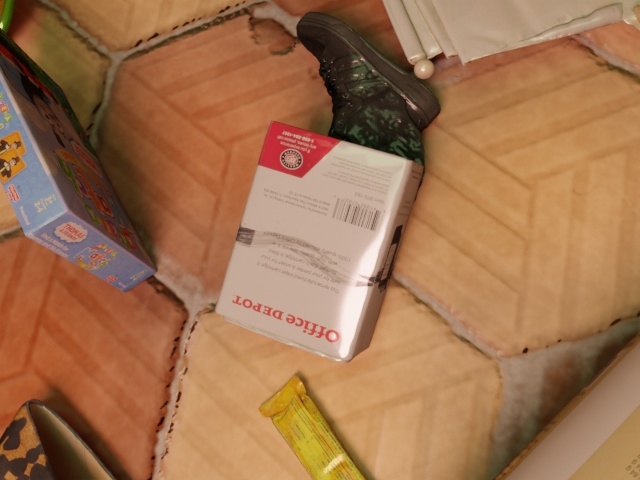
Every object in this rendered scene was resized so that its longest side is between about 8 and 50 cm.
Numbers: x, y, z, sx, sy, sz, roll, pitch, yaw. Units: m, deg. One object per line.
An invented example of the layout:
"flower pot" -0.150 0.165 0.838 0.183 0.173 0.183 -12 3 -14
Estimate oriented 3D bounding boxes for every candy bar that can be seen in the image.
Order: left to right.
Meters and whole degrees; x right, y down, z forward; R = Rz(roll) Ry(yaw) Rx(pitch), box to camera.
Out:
"candy bar" 0.014 0.173 0.553 0.040 0.018 0.161 -39 71 1

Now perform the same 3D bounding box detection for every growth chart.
"growth chart" 0.164 -0.213 0.625 0.238 0.021 0.171 -10 59 7

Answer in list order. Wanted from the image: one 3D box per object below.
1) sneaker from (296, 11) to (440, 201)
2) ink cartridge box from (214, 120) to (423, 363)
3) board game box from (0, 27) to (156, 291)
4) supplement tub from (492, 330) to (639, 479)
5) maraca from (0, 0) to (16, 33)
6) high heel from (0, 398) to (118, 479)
"sneaker" 0.028 -0.108 0.615 0.170 0.051 0.089 38 81 11
"ink cartridge box" 0.000 0.000 0.564 0.109 0.063 0.150 18 96 15
"board game box" -0.214 -0.071 0.594 0.039 0.160 0.211 -31 71 -1
"supplement tub" 0.186 0.202 0.401 0.316 0.228 0.228 -44 71 -4
"maraca" -0.337 -0.215 0.697 0.127 0.099 0.185 2 100 13
"high heel" -0.120 0.192 0.529 0.262 0.093 0.186 -11 78 16
